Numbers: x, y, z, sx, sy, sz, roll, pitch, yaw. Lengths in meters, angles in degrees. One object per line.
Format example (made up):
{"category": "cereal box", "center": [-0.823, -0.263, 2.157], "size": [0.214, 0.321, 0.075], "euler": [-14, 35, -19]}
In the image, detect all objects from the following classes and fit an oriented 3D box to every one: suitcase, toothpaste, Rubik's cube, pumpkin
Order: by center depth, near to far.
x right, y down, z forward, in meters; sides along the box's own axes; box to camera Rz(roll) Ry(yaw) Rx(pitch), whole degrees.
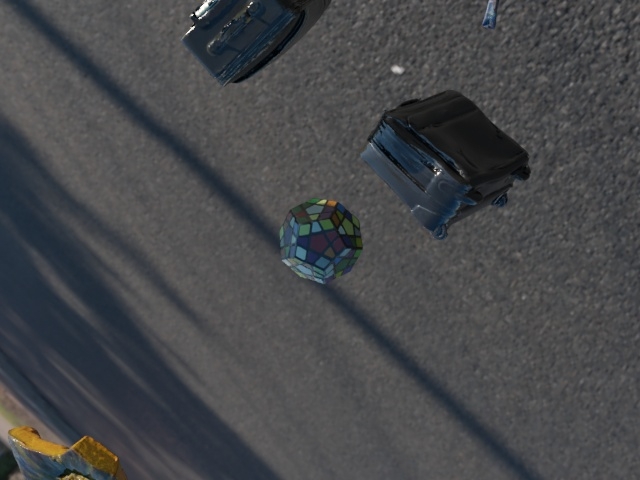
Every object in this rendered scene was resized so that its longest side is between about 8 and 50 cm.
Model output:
{"category": "Rubik's cube", "center": [0.000, 0.000, 1.325], "size": [0.112, 0.133, 0.133], "euler": [7, 165, -22]}
{"category": "pumpkin", "center": [-0.385, 0.429, 1.499], "size": [0.290, 0.095, 0.258], "euler": [-6, 124, 29]}
{"category": "toothpaste", "center": [0.347, -0.469, 1.739], "size": [0.027, 0.019, 0.083], "euler": [15, 109, 12]}
{"category": "suitcase", "center": [-0.139, -0.511, 1.980], "size": [0.283, 0.434, 0.194], "euler": [-39, 99, 23]}
{"category": "suitcase", "center": [0.297, -0.203, 2.079], "size": [0.339, 0.345, 0.188], "euler": [46, 134, 18]}
